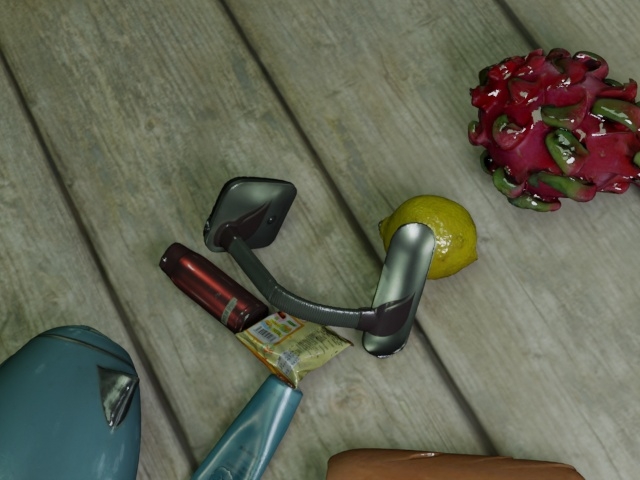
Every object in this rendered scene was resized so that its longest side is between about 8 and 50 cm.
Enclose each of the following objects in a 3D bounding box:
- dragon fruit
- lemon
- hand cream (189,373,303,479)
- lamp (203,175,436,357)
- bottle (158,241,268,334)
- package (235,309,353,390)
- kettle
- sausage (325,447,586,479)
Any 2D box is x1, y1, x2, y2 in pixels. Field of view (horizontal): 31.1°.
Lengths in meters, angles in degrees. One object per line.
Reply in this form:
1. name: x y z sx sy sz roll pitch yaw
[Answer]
1. dragon fruit: 0.318 -0.139 1.410 0.272 0.218 0.198 -4 105 7
2. lemon: 0.135 -0.004 1.438 0.133 0.109 0.109 16 73 13
3. hand cream: -0.092 0.256 1.430 0.083 0.048 0.224 29 83 20
4. lamp: -0.003 0.002 1.417 0.283 0.124 0.203 39 122 25
5. bottle: -0.144 0.062 1.511 0.164 0.060 0.060 36 81 24
6. package: -0.034 0.127 1.445 0.108 0.031 0.120 38 48 23
7. kettle: -0.361 0.265 1.404 0.319 0.247 0.342 -6 56 39
8. sausage: 0.155 0.301 1.303 0.304 0.121 0.121 1 69 15
